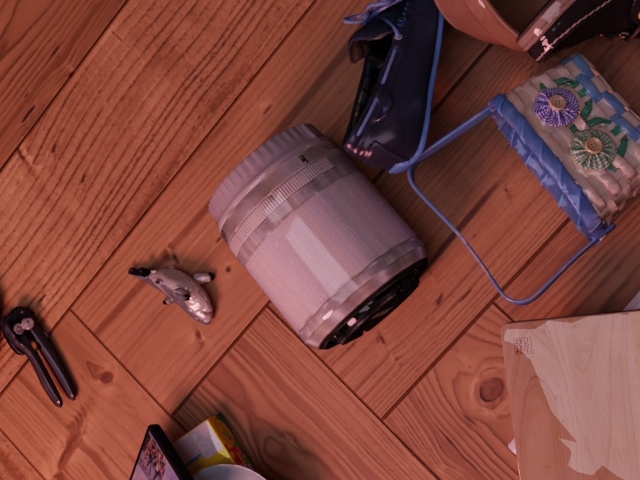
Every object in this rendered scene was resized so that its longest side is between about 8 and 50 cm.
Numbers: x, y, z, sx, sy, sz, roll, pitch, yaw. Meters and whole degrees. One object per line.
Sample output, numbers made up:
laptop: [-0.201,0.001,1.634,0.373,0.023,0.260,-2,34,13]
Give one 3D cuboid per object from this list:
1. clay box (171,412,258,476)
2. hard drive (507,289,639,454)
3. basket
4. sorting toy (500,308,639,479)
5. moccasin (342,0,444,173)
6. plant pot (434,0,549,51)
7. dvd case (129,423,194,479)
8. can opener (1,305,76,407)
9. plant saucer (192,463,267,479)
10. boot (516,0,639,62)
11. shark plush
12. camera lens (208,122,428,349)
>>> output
clay box: [-0.154,0.398,1.810,0.127,0.053,0.222,-36,82,18]
hard drive: [0.433,0.236,1.597,0.203,0.040,0.307,41,105,14]
basket: [0.291,-0.092,1.545,0.289,0.201,0.255,-42,72,9]
sorting toy: [0.388,0.222,1.544,0.255,0.089,0.257,-7,89,20]
moccasin: [0.096,-0.265,1.588,0.116,0.138,0.342,12,65,-15]
plant pot: [0.223,-0.355,1.562,0.109,0.237,0.237,-19,86,43]
dvd case: [-0.253,0.435,1.788,0.180,0.022,0.253,48,128,41]
can opener: [-0.462,0.190,1.918,0.059,0.073,0.186,-36,82,-22]
plant saucer: [-0.128,0.430,1.754,0.194,0.037,0.195,2,94,21]
boot: [0.462,-0.251,1.457,0.377,0.138,0.284,-31,86,-19]
shark plush: [-0.242,0.082,1.829,0.161,0.073,0.067,14,127,14]
camera lens: [0.000,0.000,1.647,0.219,0.219,0.274,-43,78,16]
